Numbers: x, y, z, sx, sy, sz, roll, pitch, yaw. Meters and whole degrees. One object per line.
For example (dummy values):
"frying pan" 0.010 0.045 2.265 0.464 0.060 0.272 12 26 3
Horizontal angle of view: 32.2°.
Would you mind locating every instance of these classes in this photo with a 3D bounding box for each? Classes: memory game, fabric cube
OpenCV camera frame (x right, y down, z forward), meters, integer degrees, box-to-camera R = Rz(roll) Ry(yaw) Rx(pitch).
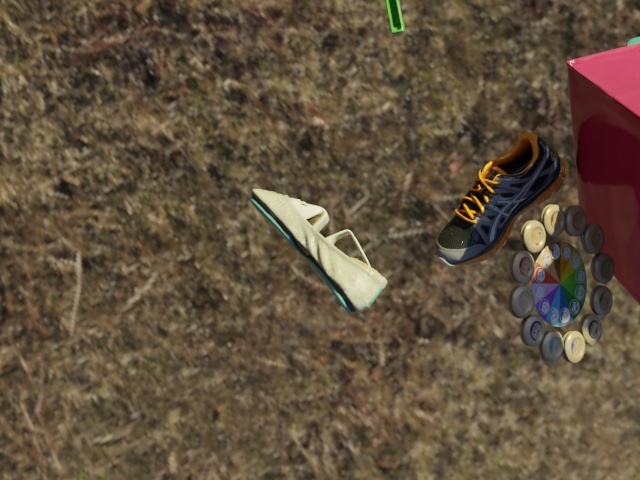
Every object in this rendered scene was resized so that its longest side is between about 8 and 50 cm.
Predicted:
"memory game" 0.278 0.049 1.269 0.186 0.012 0.186 0 90 -38
"fabric cube" 0.467 -0.089 1.328 0.259 0.254 0.258 -14 118 -5

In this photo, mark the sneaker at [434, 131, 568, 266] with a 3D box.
"sneaker" 0.222 -0.055 1.434 0.215 0.084 0.083 -45 131 -8

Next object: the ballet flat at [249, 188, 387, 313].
"ballet flat" 0.000 0.000 1.043 0.052 0.168 0.057 -41 156 -4

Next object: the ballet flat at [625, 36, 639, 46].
"ballet flat" 0.683 -0.331 2.063 0.230 0.077 0.077 4 151 15

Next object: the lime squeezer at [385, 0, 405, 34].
"lime squeezer" 0.050 -0.384 1.276 0.058 0.311 0.110 -13 -176 30
